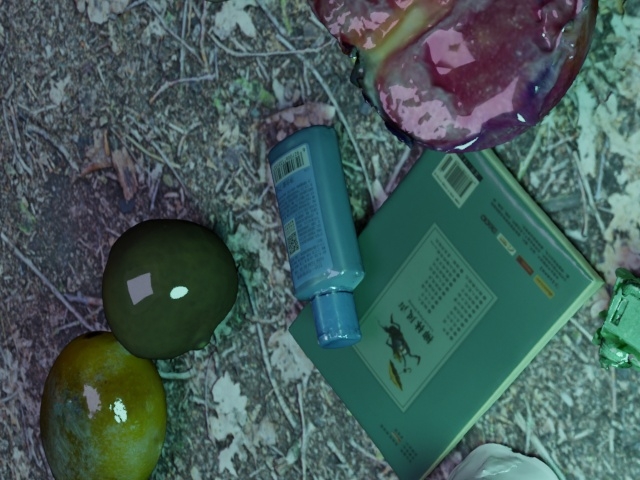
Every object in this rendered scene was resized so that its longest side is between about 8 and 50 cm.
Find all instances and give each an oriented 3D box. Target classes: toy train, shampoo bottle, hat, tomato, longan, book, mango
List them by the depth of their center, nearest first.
[{"bbox_3d":[0.339,0.091,1.643,0.149,0.081,0.099,30,115,29],"label":"toy train"},{"bbox_3d":[0.163,-0.248,1.691,0.289,0.176,0.335,-40,68,16],"label":"tomato"},{"bbox_3d":[0.170,0.332,1.791,0.203,0.126,0.203,12,107,42],"label":"hat"},{"bbox_3d":[0.128,0.075,1.855,0.264,0.031,0.379,54,127,23],"label":"book"},{"bbox_3d":[0.000,0.000,1.907,0.104,0.061,0.258,-29,65,44],"label":"shampoo bottle"},{"bbox_3d":[-0.194,0.060,2.054,0.189,0.189,0.189,7,101,41],"label":"longan"},{"bbox_3d":[-0.293,0.263,2.192,0.192,0.146,0.316,33,131,35],"label":"mango"}]

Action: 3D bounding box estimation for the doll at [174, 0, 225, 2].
[{"bbox_3d":[-0.137,-0.415,1.945,0.196,0.152,0.256,-25,84,54],"label":"doll"}]
